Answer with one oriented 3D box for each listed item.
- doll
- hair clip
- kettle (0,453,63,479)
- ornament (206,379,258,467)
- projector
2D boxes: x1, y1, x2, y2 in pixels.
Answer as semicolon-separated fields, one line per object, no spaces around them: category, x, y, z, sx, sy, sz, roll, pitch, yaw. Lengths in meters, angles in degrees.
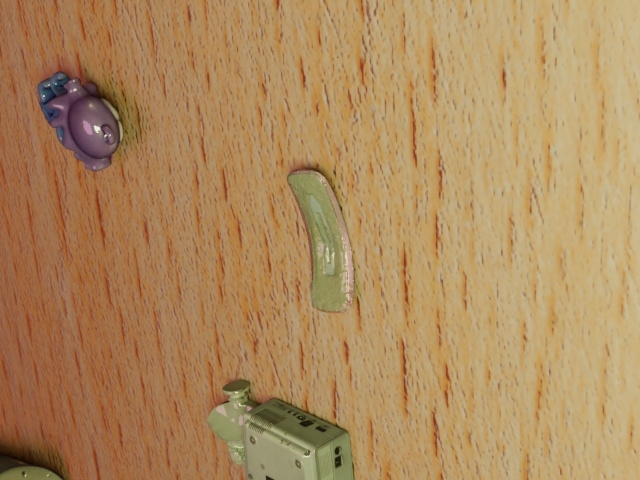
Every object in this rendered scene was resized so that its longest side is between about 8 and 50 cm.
doll;-0.269;-0.136;1.291;0.206;0.067;0.110;28;142;52
hair clip;0.001;-0.001;1.072;0.054;0.022;0.137;1;108;48
kettle;-0.469;0.405;1.723;0.243;0.160;0.211;6;128;56
ornament;-0.087;0.198;1.252;0.068;0.041;0.092;29;120;19
projector;-0.025;0.249;1.191;0.115;0.061;0.147;19;120;45
